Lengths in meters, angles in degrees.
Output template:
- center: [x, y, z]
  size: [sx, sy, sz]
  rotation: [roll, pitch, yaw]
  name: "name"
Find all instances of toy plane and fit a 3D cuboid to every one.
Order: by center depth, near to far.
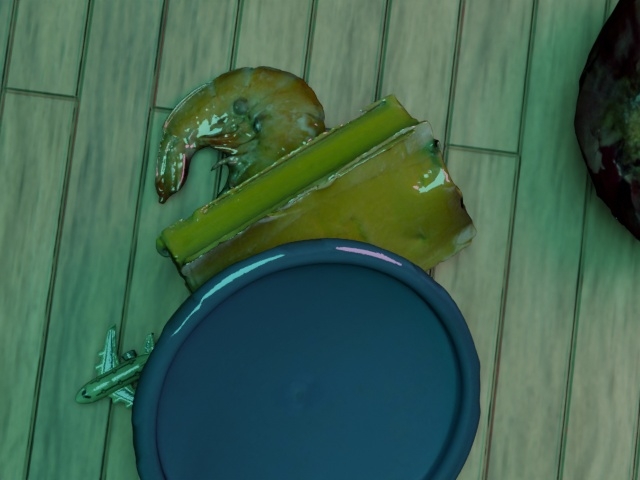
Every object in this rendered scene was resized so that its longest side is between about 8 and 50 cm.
- center: [-0.163, 0.111, 1.473]
  size: [0.083, 0.033, 0.080]
  rotation: [-29, 86, 1]
  name: "toy plane"

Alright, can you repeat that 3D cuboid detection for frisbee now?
- center: [-0.012, 0.130, 1.432]
  size: [0.290, 0.049, 0.289]
  rotation: [-6, 111, -16]
  name: "frisbee"

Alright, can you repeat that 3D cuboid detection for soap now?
- center: [-0.001, -0.001, 1.443]
  size: [0.233, 0.076, 0.135]
  rotation: [-30, 125, -5]
  name: "soap"

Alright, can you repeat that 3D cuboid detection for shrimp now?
- center: [-0.074, -0.060, 1.496]
  size: [0.132, 0.051, 0.187]
  rotation: [25, 78, 21]
  name: "shrimp"

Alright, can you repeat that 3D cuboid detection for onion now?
- center: [0.328, -0.107, 1.446]
  size: [0.252, 0.219, 0.252]
  rotation: [2, 93, 40]
  name: "onion"
